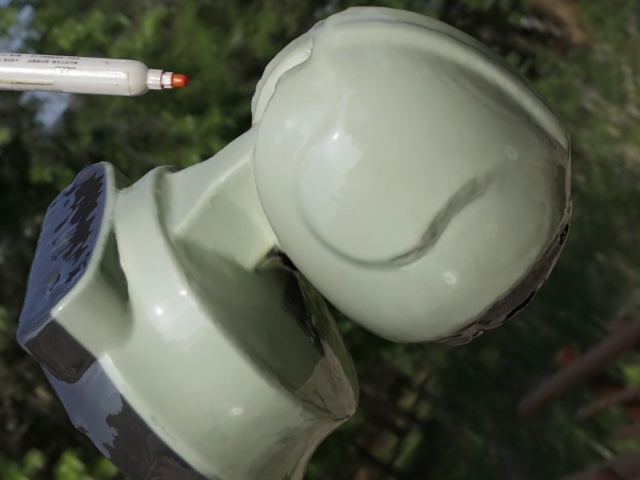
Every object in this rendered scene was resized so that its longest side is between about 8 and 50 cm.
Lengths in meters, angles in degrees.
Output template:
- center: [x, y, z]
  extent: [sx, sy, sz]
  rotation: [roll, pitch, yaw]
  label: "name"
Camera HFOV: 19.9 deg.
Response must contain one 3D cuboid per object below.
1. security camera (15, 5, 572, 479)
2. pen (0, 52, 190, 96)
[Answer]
- center: [0.000, 0.000, 0.961]
  extent: [0.277, 0.191, 0.197]
  rotation: [-39, 21, 16]
  label: "security camera"
- center: [-0.188, -0.107, 1.163]
  extent: [0.026, 0.218, 0.026]
  rotation: [4, -90, -77]
  label: "pen"
